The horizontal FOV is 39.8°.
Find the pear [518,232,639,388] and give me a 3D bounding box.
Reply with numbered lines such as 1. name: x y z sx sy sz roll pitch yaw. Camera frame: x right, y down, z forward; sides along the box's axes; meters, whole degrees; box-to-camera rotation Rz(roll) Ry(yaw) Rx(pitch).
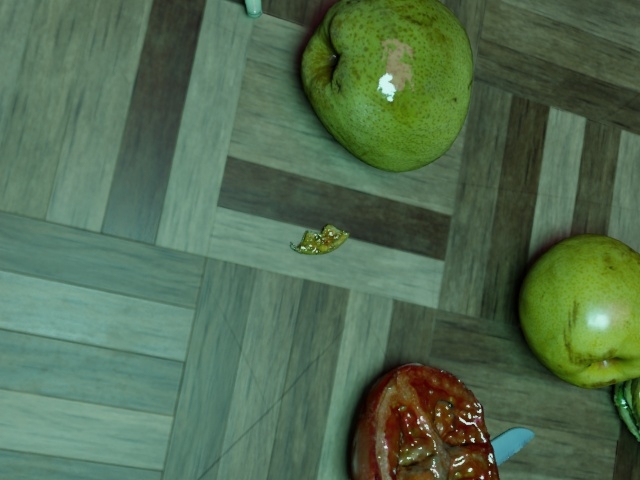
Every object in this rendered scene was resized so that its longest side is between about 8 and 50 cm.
1. pear: 0.366 0.091 1.199 0.208 0.209 0.209 2 85 -21

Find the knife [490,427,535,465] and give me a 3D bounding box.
1. knife: 0.173 0.329 1.200 0.312 0.019 0.045 -25 102 -22

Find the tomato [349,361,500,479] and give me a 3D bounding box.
1. tomato: 0.121 0.280 1.135 0.227 0.101 0.228 16 61 -30

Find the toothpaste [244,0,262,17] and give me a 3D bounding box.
1. toothpaste: -0.104 -0.420 1.145 0.069 0.047 0.269 -9 85 -9

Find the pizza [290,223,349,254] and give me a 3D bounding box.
1. pizza: 0.000 0.000 1.161 0.083 0.016 0.037 -13 84 -20

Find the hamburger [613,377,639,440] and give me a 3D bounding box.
1. hamburger: 0.521 0.225 1.289 0.189 0.122 0.215 32 79 -9

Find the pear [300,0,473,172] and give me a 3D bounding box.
1. pear: 0.081 -0.206 1.118 0.211 0.188 0.229 10 84 -23
